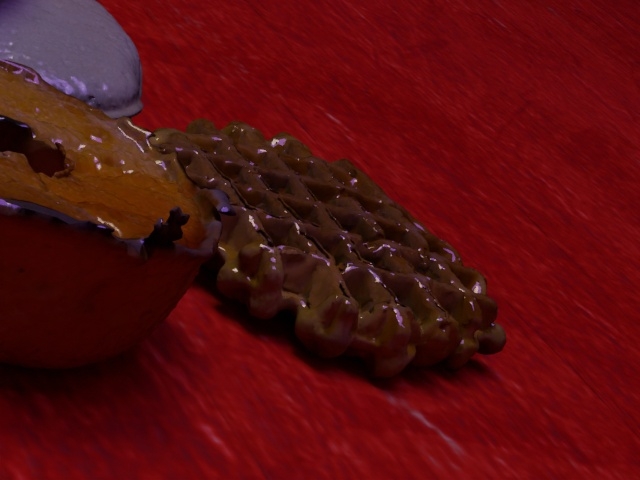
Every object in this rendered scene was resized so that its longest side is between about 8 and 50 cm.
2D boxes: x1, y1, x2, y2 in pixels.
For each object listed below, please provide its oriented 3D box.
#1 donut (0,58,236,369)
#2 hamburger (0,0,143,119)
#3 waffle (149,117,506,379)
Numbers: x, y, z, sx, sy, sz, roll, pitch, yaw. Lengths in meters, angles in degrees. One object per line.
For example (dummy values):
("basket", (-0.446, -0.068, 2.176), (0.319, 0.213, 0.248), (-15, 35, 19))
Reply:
("donut", (-0.107, -0.011, 0.667), (0.146, 0.078, 0.181), (23, 13, -12))
("hamburger", (-0.121, -0.073, 0.846), (0.084, 0.054, 0.121), (31, 21, -1))
("waffle", (-0.004, -0.001, 0.828), (0.191, 0.038, 0.191), (24, 20, -9))
